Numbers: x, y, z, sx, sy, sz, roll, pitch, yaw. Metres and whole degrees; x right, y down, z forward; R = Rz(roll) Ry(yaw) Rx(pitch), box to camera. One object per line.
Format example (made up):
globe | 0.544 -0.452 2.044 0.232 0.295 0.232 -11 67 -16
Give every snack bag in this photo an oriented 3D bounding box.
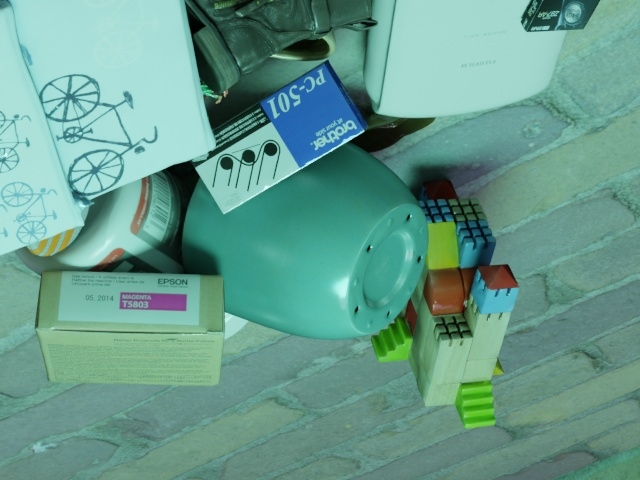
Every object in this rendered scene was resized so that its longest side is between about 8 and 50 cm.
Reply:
snack bag | -0.261 -0.116 1.237 0.342 0.037 0.323 -23 145 -13

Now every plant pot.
plant pot | 0.000 0.000 1.768 0.293 0.235 0.293 -35 138 -40

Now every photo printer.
photo printer | 0.183 -0.270 1.657 0.256 0.107 0.307 -8 149 -10

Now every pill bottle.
pill bottle | -0.242 0.010 1.847 0.210 0.210 0.363 -25 147 19

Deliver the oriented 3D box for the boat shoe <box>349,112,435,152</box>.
boat shoe | 0.095 -0.164 1.855 0.135 0.045 0.050 -21 139 7

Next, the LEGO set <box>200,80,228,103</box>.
LEGO set | -0.147 -0.182 1.601 0.107 0.132 0.287 -1 -178 -16

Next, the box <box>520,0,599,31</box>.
box | 0.287 -0.277 1.569 0.083 0.018 0.067 -6 146 -24

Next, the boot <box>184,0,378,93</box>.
boot | -0.075 -0.312 1.480 0.229 0.263 0.091 -33 -163 -17

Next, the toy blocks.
toy blocks | 0.184 0.052 1.988 0.190 0.381 0.261 -4 133 -14

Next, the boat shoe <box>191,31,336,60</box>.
boat shoe | -0.120 -0.267 1.549 0.302 0.098 0.109 4 145 -28

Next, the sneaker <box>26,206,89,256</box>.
sneaker | -0.344 -0.156 1.625 0.124 0.180 0.321 4 115 -61

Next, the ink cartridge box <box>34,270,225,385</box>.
ink cartridge box | -0.243 0.117 1.725 0.234 0.088 0.193 3 153 -6

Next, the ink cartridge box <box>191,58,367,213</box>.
ink cartridge box | -0.055 -0.126 1.625 0.207 0.097 0.046 -29 -173 13
